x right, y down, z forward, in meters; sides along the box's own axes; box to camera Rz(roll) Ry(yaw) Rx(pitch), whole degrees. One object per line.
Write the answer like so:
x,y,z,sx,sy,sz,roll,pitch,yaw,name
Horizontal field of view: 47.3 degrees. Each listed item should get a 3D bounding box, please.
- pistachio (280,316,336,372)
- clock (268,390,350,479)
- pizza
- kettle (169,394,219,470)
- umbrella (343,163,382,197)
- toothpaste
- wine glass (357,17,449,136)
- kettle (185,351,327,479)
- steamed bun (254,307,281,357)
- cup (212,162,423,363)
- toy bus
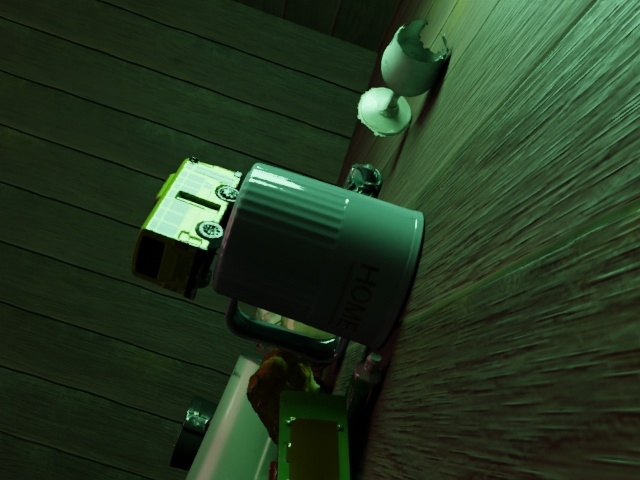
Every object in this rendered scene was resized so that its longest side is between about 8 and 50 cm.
0.003,0.153,1.693,0.162,0.181,0.293,54,-133,-47,pistachio
-0.027,0.402,1.154,0.220,0.106,0.255,-91,9,-47,clock
-0.038,0.339,1.426,0.280,0.075,0.288,-43,-61,-66,pizza
-0.239,0.557,2.052,0.203,0.308,0.262,-77,6,-63,kettle
0.079,-0.046,2.037,0.143,0.094,0.349,-162,88,-80,umbrella
0.050,0.285,1.192,0.078,0.047,0.248,-91,17,-62,toothpaste
0.190,-0.369,1.687,0.321,0.143,0.143,125,164,-67,wine glass
-0.132,0.478,1.717,0.361,0.250,0.377,2,70,65,kettle
-0.066,0.242,1.903,0.144,0.211,0.218,-112,30,-70,steamed bun
-0.017,0.038,1.315,0.331,0.311,0.257,115,174,-60,cup
-0.237,-0.033,1.332,0.262,0.150,0.128,-75,6,-53,toy bus
